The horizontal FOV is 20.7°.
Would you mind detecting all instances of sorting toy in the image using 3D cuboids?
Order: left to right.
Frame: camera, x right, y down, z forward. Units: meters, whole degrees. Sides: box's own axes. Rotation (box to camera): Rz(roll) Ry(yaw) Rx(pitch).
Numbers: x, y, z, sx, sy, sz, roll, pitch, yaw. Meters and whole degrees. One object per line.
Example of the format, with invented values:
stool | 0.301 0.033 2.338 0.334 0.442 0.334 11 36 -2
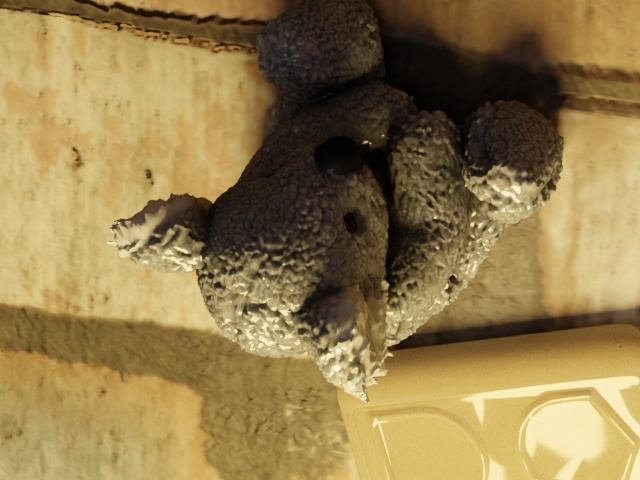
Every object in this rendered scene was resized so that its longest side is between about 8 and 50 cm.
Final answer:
sorting toy | 0.175 0.165 1.110 0.307 0.041 0.229 -9 102 26

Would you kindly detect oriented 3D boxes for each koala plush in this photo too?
koala plush | 0.000 0.000 1.011 0.196 0.221 0.203 32 120 9
